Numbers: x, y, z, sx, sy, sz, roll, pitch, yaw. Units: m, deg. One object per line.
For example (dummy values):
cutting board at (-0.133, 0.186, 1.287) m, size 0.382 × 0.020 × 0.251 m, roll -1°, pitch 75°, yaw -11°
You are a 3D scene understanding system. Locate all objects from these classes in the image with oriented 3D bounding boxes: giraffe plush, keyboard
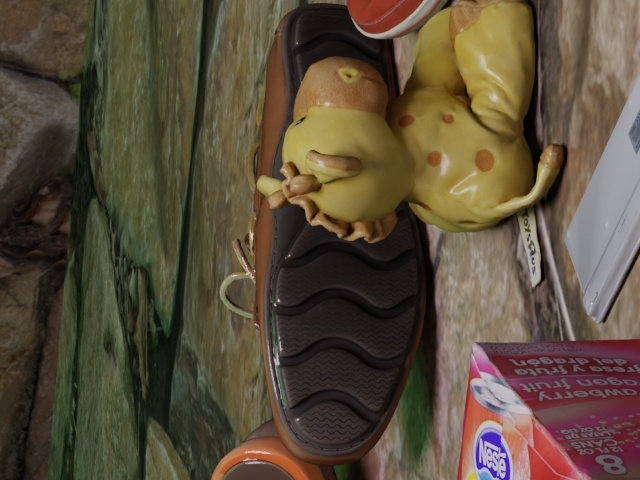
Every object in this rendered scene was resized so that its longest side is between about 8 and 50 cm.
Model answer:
giraffe plush at (0.048, -0.063, 1.336) m, size 0.181 × 0.171 × 0.210 m, roll 111°, pitch 154°, yaw -51°
keyboard at (0.189, -0.057, 1.145) m, size 0.256 × 0.014 × 0.072 m, roll 108°, pitch 160°, yaw -47°

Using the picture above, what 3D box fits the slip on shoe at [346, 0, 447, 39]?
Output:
slip on shoe at (0.062, -0.261, 1.413) m, size 0.331 × 0.101 × 0.123 m, roll 114°, pitch 149°, yaw -58°

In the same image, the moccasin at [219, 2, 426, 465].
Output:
moccasin at (-0.003, 0.000, 1.574) m, size 0.147 × 0.139 × 0.380 m, roll 116°, pitch 149°, yaw -59°

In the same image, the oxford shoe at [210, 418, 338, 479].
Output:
oxford shoe at (-0.009, 0.324, 1.710) m, size 0.133 × 0.130 × 0.363 m, roll -45°, pitch -45°, yaw -66°

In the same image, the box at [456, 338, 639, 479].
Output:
box at (0.184, 0.112, 0.722) m, size 0.122 × 0.257 × 0.128 m, roll -128°, pitch 40°, yaw -66°
